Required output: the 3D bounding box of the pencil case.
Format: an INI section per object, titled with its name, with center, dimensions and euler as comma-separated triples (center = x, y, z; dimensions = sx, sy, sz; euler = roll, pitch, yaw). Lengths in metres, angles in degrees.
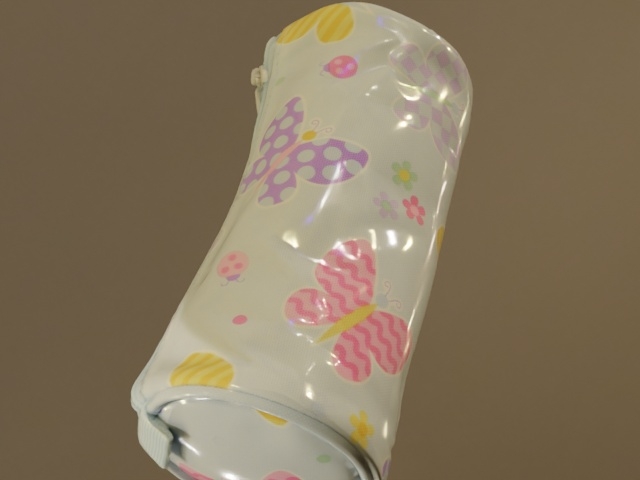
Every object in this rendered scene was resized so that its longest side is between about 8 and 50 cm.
[pencil case]
center = 0.000, 0.000, 0.552
dimensions = 0.124, 0.273, 0.113
euler = 26, -37, -14
